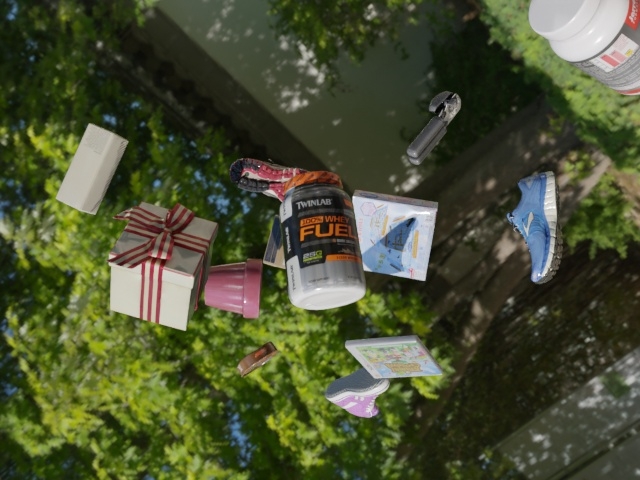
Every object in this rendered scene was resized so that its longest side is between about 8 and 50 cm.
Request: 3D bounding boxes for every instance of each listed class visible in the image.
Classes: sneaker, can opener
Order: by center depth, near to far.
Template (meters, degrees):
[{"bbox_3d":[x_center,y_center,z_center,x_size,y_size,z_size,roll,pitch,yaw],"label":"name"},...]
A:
[{"bbox_3d":[0.627,-0.034,1.994,0.130,0.147,0.330,26,-116,-59],"label":"sneaker"},{"bbox_3d":[-0.125,-0.184,2.048,0.299,0.121,0.112,20,-169,-10],"label":"sneaker"},{"bbox_3d":[0.160,0.497,2.200,0.161,0.282,0.102,40,-126,-18],"label":"sneaker"},{"bbox_3d":[0.362,-0.375,2.225,0.095,0.283,0.076,29,161,34],"label":"can opener"}]

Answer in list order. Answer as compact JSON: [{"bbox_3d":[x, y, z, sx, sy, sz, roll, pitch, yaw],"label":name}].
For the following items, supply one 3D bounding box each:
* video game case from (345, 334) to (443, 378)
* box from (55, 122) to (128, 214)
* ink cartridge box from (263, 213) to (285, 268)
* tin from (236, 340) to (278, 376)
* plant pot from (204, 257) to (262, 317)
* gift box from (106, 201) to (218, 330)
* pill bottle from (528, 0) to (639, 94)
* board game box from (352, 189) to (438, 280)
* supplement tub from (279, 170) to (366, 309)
[{"bbox_3d":[0.203,0.323,1.864,0.193,0.212,0.023,51,-139,-41],"label":"video game case"},{"bbox_3d":[-0.749,-0.234,2.231,0.113,0.275,0.094,25,180,16],"label":"box"},{"bbox_3d":[-0.085,0.022,2.595,0.234,0.193,0.088,15,180,-40],"label":"ink cartridge box"},{"bbox_3d":[-0.175,0.325,1.855,0.040,0.106,0.190,52,158,8],"label":"tin"},{"bbox_3d":[-0.286,0.155,2.250,0.180,0.201,0.201,3,-159,-5],"label":"plant pot"},{"bbox_3d":[-0.441,0.060,1.821,0.276,0.258,0.255,13,-140,-5],"label":"gift box"},{"bbox_3d":[0.691,-0.511,1.651,0.363,0.210,0.210,16,-150,-32],"label":"pill bottle"},{"bbox_3d":[0.269,-0.019,2.600,0.318,0.319,0.066,10,-150,9],"label":"board game box"},{"bbox_3d":[0.000,0.000,1.816,0.207,0.207,0.338,29,-132,-59],"label":"supplement tub"}]
